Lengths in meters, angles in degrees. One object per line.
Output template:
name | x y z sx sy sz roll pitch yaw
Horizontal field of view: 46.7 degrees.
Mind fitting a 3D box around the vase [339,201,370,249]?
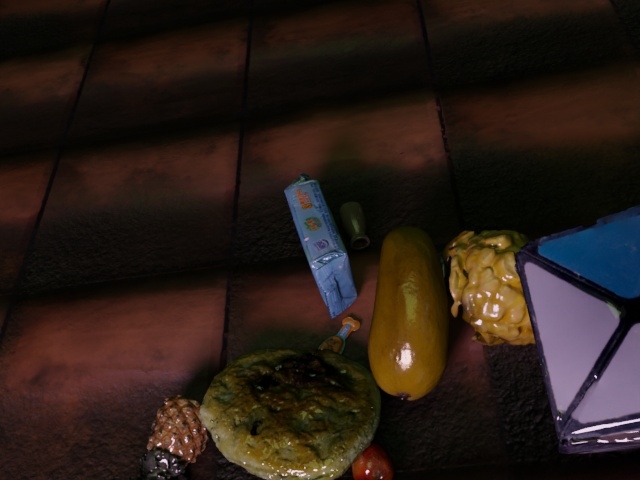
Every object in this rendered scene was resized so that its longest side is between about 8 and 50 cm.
vase | 0.074 -0.030 1.581 0.053 0.053 0.100 -15 52 0

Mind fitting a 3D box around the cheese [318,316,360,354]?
cheese | 0.034 0.192 1.420 0.047 0.017 0.111 25 59 27

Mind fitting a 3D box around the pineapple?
pineapple | -0.270 0.386 1.259 0.119 0.111 0.237 23 55 -2

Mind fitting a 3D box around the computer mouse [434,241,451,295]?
computer mouse | 0.230 0.057 1.460 0.192 0.062 0.105 -28 47 -9

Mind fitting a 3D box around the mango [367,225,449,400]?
mango | 0.156 0.117 1.312 0.143 0.195 0.331 3 70 -3

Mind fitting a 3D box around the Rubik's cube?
Rubik's cube | 0.487 0.134 1.058 0.310 0.305 0.306 -22 65 34

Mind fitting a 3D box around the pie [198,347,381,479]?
pie | -0.042 0.280 1.270 0.324 0.070 0.323 -3 33 2

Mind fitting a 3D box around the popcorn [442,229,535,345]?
popcorn | 0.318 0.086 1.310 0.190 0.250 0.250 -38 47 14

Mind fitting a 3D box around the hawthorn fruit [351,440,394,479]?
hawthorn fruit | 0.085 0.368 1.218 0.077 0.077 0.077 -7 48 8

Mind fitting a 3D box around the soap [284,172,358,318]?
soap | 0.000 0.000 1.503 0.077 0.156 0.293 -20 49 -2
